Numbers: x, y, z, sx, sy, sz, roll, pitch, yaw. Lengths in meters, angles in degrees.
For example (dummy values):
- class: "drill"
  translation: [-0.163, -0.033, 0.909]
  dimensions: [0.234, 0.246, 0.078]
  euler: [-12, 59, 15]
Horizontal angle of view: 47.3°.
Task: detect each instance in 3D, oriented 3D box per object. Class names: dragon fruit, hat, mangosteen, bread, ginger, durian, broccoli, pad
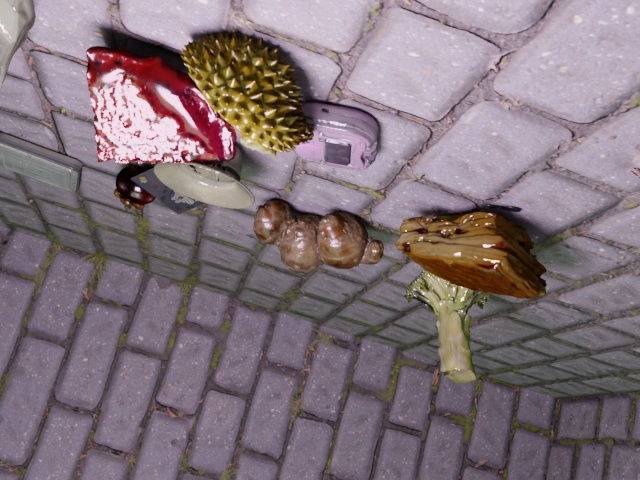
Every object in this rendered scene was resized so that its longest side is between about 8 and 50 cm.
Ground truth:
- class: "dragon fruit"
  translation: [-0.331, -0.237, 1.537]
  dimensions: [0.330, 0.240, 0.302]
  euler: [24, -179, -2]
- class: "hat"
  translation: [-0.268, -0.188, 1.800]
  dimensions: [0.257, 0.130, 0.257]
  euler: [14, 162, 5]
- class: "mangosteen"
  translation: [-0.544, -0.149, 2.150]
  dimensions: [0.140, 0.140, 0.140]
  euler: [14, 163, 5]
- class: "bread"
  translation: [0.385, 0.022, 1.815]
  dimensions: [0.325, 0.167, 0.277]
  euler: [12, 165, 44]
- class: "ginger"
  translation: [0.000, 0.000, 2.088]
  dimensions: [0.375, 0.176, 0.256]
  euler: [8, 145, 24]
- class: "durian"
  translation: [-0.124, -0.260, 1.368]
  dimensions: [0.306, 0.172, 0.166]
  euler: [32, 161, -28]
- class: "broccoli"
  translation: [0.413, 0.225, 2.142]
  dimensions: [0.252, 0.361, 0.221]
  euler: [-25, 146, 4]
- class: "pad"
  translation: [-0.408, -0.153, 2.106]
  dimensions: [0.170, 0.006, 0.245]
  euler: [-21, 151, 15]

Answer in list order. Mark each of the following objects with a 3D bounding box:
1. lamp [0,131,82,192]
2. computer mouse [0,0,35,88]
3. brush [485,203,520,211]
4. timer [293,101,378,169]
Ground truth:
- class: "lamp"
  translation: [-0.894, -0.242, 2.322]
  dimensions: [0.269, 0.047, 0.266]
  euler: [20, 164, -14]
- class: "computer mouse"
  translation: [-0.678, -0.431, 1.404]
  dimensions: [0.228, 0.145, 0.429]
  euler: [32, 146, -23]
- class: "brush"
  translation: [0.432, -0.077, 1.730]
  dimensions: [0.083, 0.008, 0.024]
  euler: [9, 163, 22]
- class: "timer"
  translation: [0.026, -0.217, 1.559]
  dimensions: [0.191, 0.069, 0.208]
  euler: [11, 161, 8]
